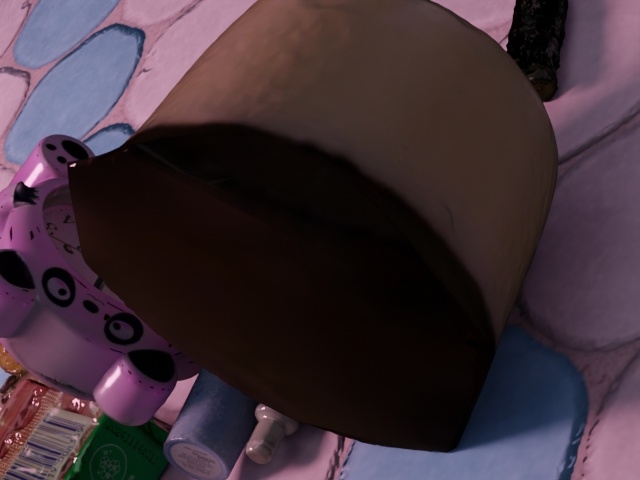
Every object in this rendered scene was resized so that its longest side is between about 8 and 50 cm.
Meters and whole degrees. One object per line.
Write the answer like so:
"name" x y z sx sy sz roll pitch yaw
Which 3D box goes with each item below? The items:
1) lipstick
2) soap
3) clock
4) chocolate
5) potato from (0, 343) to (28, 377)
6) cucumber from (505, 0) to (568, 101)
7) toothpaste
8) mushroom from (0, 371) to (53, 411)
"lipstick" -0.050 0.076 1.501 0.068 0.061 0.274 -46 14 52
"soap" -0.252 0.247 1.515 0.218 0.098 0.273 4 57 53
"clock" -0.186 0.036 1.516 0.090 0.227 0.248 -52 9 27
"chocolate" 0.018 -0.049 1.308 0.314 0.326 0.297 23 67 11
"potato" -0.261 0.076 1.751 0.138 0.070 0.091 -49 24 -7
"cucumber" 0.182 -0.180 1.526 0.053 0.053 0.181 -25 36 32
"toothpaste" -0.008 0.092 1.457 0.062 0.037 0.216 -10 39 43
"mushroom" -0.214 0.092 1.669 0.092 0.081 0.223 22 73 42
